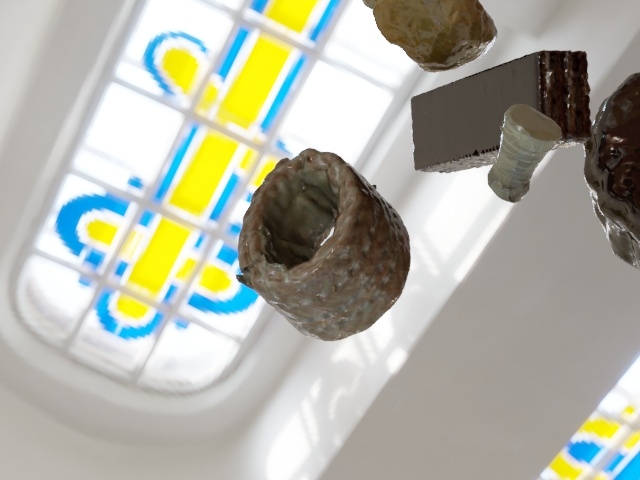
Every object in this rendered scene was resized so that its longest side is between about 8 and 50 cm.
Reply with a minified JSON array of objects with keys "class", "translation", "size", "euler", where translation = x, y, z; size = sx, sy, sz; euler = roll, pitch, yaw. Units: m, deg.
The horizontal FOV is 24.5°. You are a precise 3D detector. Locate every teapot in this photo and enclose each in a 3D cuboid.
[{"class":"teapot","translation":[0.188,-0.083,1.398],"size":[0.057,0.083,0.067],"euler":[14,-148,-10]}]

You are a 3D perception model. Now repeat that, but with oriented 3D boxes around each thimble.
[{"class":"thimble","translation":[0.004,0.002,1.865],"size":[0.148,0.196,0.229],"euler":[46,-138,-41]}]

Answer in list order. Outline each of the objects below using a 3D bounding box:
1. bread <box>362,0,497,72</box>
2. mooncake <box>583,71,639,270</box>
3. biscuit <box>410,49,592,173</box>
[{"class":"bread","translation":[0.134,-0.331,2.012],"size":[0.244,0.134,0.244],"euler":[49,-169,-13]},{"class":"mooncake","translation":[0.525,-0.104,2.047],"size":[0.324,0.324,0.187],"euler":[62,-174,34]},{"class":"biscuit","translation":[0.213,-0.153,1.839],"size":[0.073,0.388,0.107],"euler":[-1,-93,-19]}]
